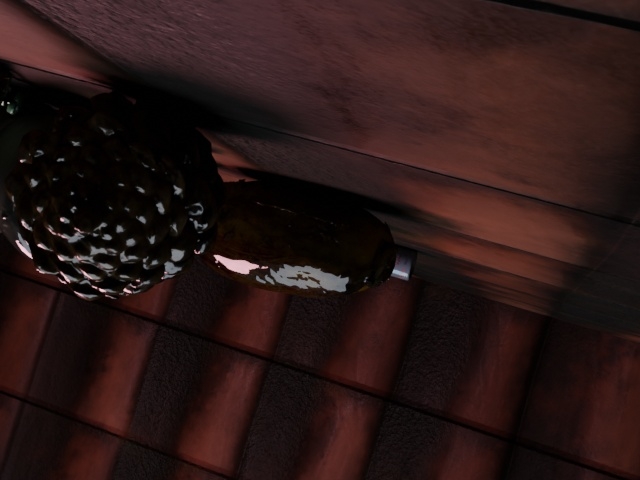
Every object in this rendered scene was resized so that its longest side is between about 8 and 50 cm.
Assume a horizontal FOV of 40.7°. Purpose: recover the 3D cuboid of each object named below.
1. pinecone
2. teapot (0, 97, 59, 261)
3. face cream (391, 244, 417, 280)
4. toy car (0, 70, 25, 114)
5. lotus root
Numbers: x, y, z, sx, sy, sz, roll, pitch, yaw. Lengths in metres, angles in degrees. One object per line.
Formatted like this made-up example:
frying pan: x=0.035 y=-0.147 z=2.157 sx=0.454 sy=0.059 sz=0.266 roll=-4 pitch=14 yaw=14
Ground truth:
pinecone: x=-0.226 y=-0.044 z=1.005 sx=0.244 sy=0.243 sz=0.257 roll=16 pitch=172 yaw=12
teapot: x=-0.435 y=-0.089 z=1.241 sx=0.305 sy=0.223 sz=0.285 roll=-22 pitch=-144 yaw=-36
face cream: x=0.110 y=0.029 z=2.042 sx=0.229 sy=0.075 sz=0.075 roll=16 pitch=177 yaw=13
toy car: x=-0.427 y=-0.198 z=1.105 sx=0.073 sy=0.054 sz=0.143 roll=19 pitch=-176 yaw=-5
lotus root: x=-0.057 y=-0.001 z=1.407 sx=0.398 sy=0.179 sz=0.196 roll=14 pitch=174 yaw=29
